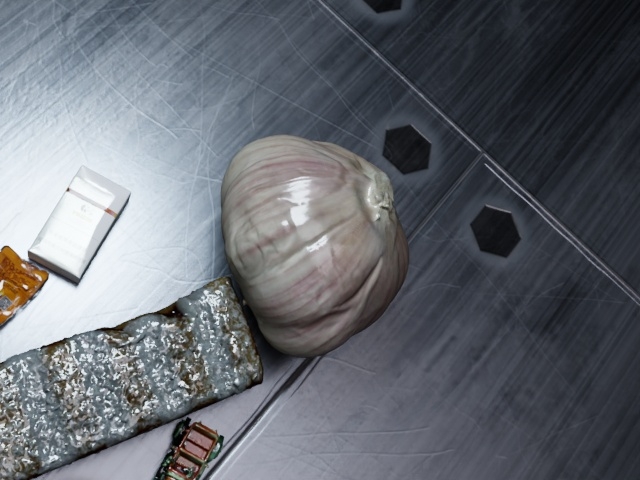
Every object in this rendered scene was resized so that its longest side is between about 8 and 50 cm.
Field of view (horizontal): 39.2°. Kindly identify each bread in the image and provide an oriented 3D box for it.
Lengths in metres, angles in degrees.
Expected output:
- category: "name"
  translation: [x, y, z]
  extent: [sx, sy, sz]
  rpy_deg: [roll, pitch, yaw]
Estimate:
- category: "bread"
  translation: [-0.286, 0.195, 1.218]
  extent: [0.416, 0.113, 0.165]
  rpy_deg: [-20, 78, -22]

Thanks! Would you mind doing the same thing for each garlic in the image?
- category: "garlic"
  translation: [0.000, 0.000, 1.279]
  extent: [0.317, 0.259, 0.317]
  rpy_deg: [35, 33, -27]

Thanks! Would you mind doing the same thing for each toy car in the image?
- category: "toy car"
  translation: [-0.192, 0.319, 1.239]
  extent: [0.073, 0.054, 0.143]
  rpy_deg: [32, 65, -5]

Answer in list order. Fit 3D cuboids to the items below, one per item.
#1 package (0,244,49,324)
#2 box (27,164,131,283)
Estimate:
- category: "package"
  translation: [-0.439, 0.064, 1.252]
  extent: [0.077, 0.033, 0.110]
  rpy_deg: [32, 61, 4]
- category: "box"
  translation: [-0.349, -0.025, 1.306]
  extent: [0.084, 0.040, 0.154]
  rpy_deg: [28, 66, -5]
